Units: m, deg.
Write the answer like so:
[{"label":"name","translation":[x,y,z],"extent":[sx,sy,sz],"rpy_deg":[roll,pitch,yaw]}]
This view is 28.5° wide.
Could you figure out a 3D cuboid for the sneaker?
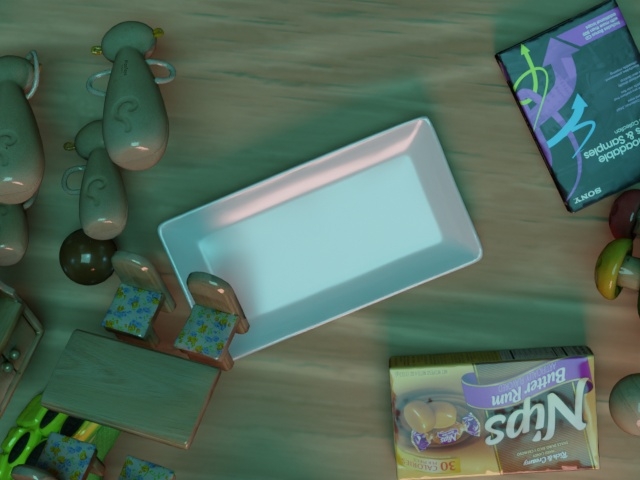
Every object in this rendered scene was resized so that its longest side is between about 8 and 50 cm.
[{"label":"sneaker","translation":[-0.247,0.248,1.179],"extent":[0.123,0.109,0.295],"rpy_deg":[31,88,-37]}]

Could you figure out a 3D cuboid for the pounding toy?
[{"label":"pounding toy","translation":[0.287,0.037,1.095],"extent":[0.110,0.183,0.236],"rpy_deg":[18,101,22]}]

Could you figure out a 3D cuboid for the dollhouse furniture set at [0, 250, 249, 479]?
[{"label":"dollhouse furniture set","translation":[-0.211,0.100,1.055],"extent":[0.242,0.161,0.212],"rpy_deg":[13,63,17]}]

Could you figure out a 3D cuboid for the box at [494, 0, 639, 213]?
[{"label":"box","translation":[0.244,-0.120,1.135],"extent":[0.116,0.029,0.162],"rpy_deg":[-26,97,6]}]

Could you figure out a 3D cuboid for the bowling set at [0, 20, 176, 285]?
[{"label":"bowling set","translation":[-0.254,-0.062,1.131],"extent":[0.287,0.200,0.154],"rpy_deg":[-11,54,1]}]

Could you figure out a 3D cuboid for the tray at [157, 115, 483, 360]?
[{"label":"tray","translation":[0.000,0.000,1.161],"extent":[0.270,0.030,0.145],"rpy_deg":[-22,94,5]}]

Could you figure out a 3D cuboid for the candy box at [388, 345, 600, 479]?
[{"label":"candy box","translation":[0.159,0.159,1.161],"extent":[0.187,0.053,0.109],"rpy_deg":[-3,96,4]}]
